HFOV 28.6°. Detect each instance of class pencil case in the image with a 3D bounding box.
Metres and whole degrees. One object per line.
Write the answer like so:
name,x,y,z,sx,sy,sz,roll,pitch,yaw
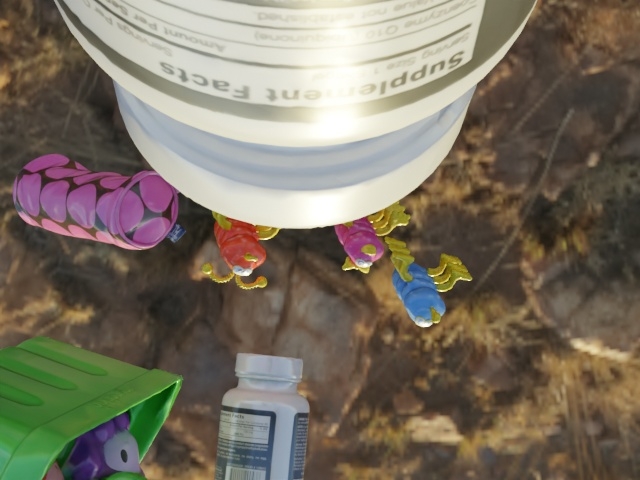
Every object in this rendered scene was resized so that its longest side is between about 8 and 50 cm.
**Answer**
pencil case,-0.243,-0.047,1.364,0.209,0.098,0.095,13,146,42

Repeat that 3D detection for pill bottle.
pill bottle,-0.069,0.228,1.508,0.108,0.180,0.108,6,174,1
pill bottle,-0.008,-0.164,0.445,0.210,0.210,0.363,4,153,0

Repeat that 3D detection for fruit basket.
fruit basket,-0.233,0.289,1.231,0.392,0.392,0.283,26,100,-20

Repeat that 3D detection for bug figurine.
bug figurine,0.000,0.000,1.236,0.279,0.216,0.072,17,113,-19
